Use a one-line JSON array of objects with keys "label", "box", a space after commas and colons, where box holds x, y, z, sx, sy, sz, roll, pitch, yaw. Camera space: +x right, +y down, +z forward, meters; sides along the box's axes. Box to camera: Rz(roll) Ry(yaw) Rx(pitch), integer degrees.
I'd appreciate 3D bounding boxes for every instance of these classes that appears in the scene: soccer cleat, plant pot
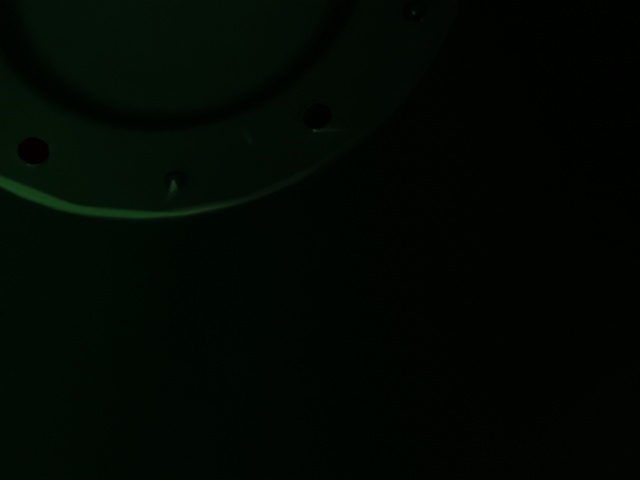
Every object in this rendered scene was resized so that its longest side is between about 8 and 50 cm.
[{"label": "soccer cleat", "box": [0.000, 0.000, 0.648, 0.072, 0.060, 0.179, -25, 122, -15]}, {"label": "plant pot", "box": [-0.015, -0.014, 0.460, 0.293, 0.235, 0.293, -7, 126, -10]}]
